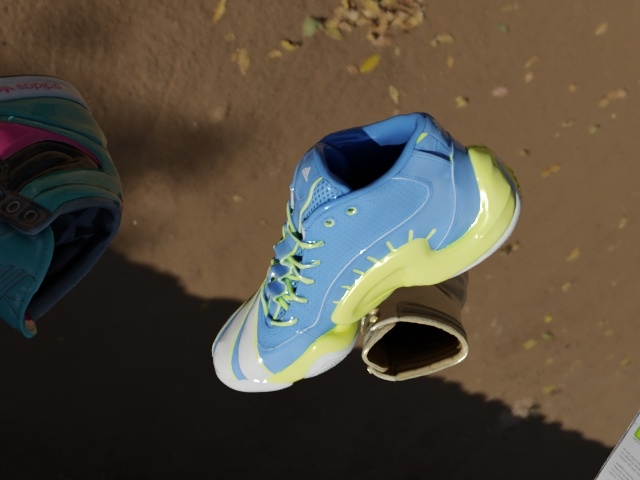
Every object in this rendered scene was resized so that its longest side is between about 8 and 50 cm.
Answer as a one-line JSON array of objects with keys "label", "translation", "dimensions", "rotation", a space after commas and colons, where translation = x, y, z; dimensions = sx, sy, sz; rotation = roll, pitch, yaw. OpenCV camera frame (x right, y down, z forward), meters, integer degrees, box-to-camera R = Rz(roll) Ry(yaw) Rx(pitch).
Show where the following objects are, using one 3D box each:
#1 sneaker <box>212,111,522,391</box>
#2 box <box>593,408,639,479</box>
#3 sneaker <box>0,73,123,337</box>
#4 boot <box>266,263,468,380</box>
[{"label": "sneaker", "translation": [0.000, 0.000, 0.565], "dimensions": [0.240, 0.091, 0.126], "rotation": [-36, 129, 16]}, {"label": "box", "translation": [0.311, 0.154, 0.627], "dimensions": [0.203, 0.114, 0.103], "rotation": [-6, 129, -36]}, {"label": "sneaker", "translation": [-0.257, -0.007, 0.606], "dimensions": [0.296, 0.178, 0.123], "rotation": [-21, 149, -36]}, {"label": "boot", "translation": [0.050, 0.083, 1.094], "dimensions": [0.262, 0.203, 0.095], "rotation": [4, 115, 6]}]
